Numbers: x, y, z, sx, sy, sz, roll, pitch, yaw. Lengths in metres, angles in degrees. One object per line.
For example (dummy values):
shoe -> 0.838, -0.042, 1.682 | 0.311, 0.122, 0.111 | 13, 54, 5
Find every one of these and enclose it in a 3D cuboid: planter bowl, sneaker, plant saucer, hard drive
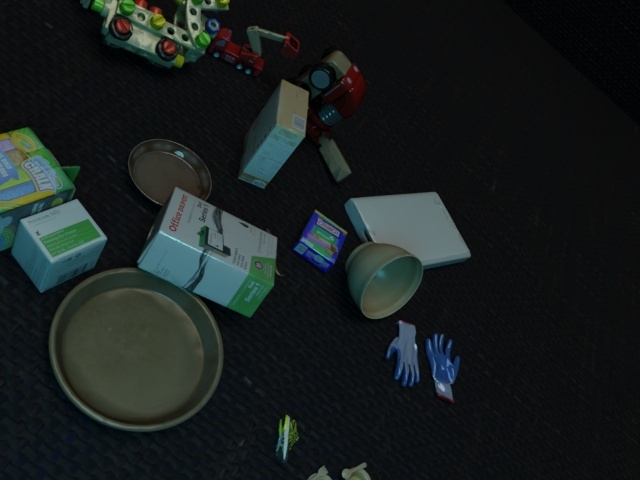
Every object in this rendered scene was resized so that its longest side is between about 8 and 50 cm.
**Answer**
planter bowl -> 0.120, 0.070, 1.298 | 0.162, 0.162, 0.109 | -3, 34, -38
sneaker -> -0.053, 0.337, 1.041 | 0.035, 0.031, 0.083 | 24, 47, -22
plant saucer -> -0.290, 0.172, 0.982 | 0.278, 0.041, 0.277 | 19, 50, -25
plant saucer -> -0.297, -0.125, 1.206 | 0.169, 0.029, 0.168 | 19, 49, -24
hard drive -> 0.220, -0.022, 1.508 | 0.308, 0.040, 0.203 | -8, 64, -39

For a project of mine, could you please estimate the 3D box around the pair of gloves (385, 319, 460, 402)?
pair of gloves -> 0.223, 0.255, 1.316 | 0.198, 0.023, 0.159 | 25, 47, -21

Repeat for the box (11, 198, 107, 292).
box -> -0.412, 0.008, 0.967 | 0.087, 0.102, 0.101 | 50, 45, 8

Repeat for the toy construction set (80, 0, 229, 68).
toy construction set -> -0.371, -0.495, 1.338 | 0.328, 0.151, 0.214 | 13, 76, -19

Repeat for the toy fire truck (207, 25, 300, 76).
toy fire truck -> -0.162, -0.471, 1.487 | 0.192, 0.135, 0.047 | 24, 47, -21

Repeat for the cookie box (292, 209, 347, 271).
cookie box -> 0.000, 0.000, 1.326 | 0.092, 0.040, 0.107 | 35, 44, -10

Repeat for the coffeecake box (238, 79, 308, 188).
coffeecake box -> -0.102, -0.225, 1.312 | 0.068, 0.185, 0.142 | 21, 49, -23

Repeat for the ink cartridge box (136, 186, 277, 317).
ink cartridge box -> -0.196, 0.019, 1.102 | 0.220, 0.092, 0.160 | 27, 28, -19

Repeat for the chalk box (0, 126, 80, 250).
chalk box -> -0.484, -0.079, 0.958 | 0.132, 0.132, 0.213 | 51, 43, 6

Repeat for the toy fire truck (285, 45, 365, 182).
toy fire truck -> 0.024, -0.288, 1.450 | 0.246, 0.217, 0.158 | 47, 41, -20

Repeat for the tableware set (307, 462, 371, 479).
tableware set -> 0.048, 0.459, 1.035 | 0.141, 0.020, 0.168 | -3, 62, -38

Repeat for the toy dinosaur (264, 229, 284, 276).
toy dinosaur -> -0.107, 0.020, 1.248 | 0.082, 0.047, 0.090 | -81, 149, -50
